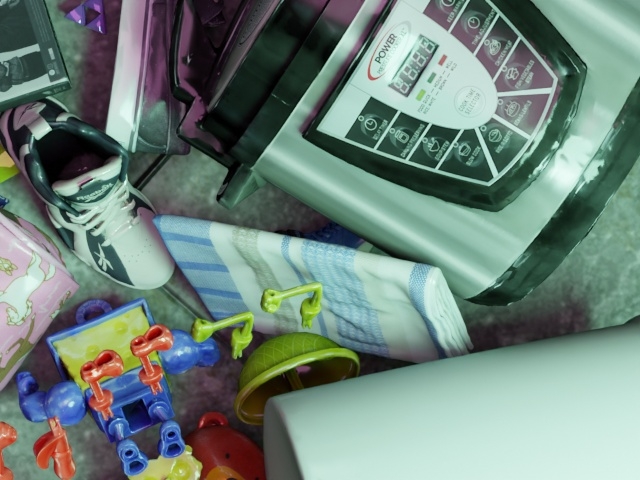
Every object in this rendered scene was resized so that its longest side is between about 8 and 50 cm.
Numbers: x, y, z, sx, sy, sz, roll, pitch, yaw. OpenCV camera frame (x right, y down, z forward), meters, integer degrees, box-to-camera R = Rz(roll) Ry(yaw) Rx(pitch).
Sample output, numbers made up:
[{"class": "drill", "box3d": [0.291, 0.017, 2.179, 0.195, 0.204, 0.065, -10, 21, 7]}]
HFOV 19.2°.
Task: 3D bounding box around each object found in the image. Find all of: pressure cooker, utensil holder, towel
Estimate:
[{"class": "pressure cooker", "box3d": [0.079, -0.178, 1.729, 0.420, 0.375, 0.370, 32, 53, -6]}, {"class": "utensil holder", "box3d": [0.165, 0.252, 1.705, 0.385, 0.327, 0.328, -9, 94, -10]}, {"class": "towel", "box3d": [-0.002, 0.053, 1.772, 0.285, 0.209, 0.034, 12, 67, 19]}]

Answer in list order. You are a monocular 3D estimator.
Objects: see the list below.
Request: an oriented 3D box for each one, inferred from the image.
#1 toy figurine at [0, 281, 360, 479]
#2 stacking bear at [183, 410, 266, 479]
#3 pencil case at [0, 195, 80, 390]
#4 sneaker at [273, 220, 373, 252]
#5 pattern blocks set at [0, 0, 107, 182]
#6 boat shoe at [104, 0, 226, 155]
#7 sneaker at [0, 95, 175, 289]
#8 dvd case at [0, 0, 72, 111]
[{"class": "toy figurine", "box3d": [-0.172, 0.101, 1.800, 0.362, 0.217, 0.191, -25, 131, -7]}, {"class": "stacking bear", "box3d": [-0.156, 0.304, 1.836, 0.175, 0.164, 0.289, 41, 78, -4]}, {"class": "pencil case", "box3d": [-0.406, 0.126, 1.801, 0.167, 0.160, 0.386, 39, 90, 27]}, {"class": "sneaker", "box3d": [0.000, 0.000, 1.880, 0.084, 0.058, 0.152, 30, 97, -15]}, {"class": "pattern blocks set", "box3d": [-0.368, -0.189, 1.849, 0.324, 0.026, 0.285, -23, 95, -4]}, {"class": "boat shoe", "box3d": [-0.140, -0.231, 1.830, 0.102, 0.108, 0.301, 8, 95, -6]}, {"class": "sneaker", "box3d": [-0.212, -0.037, 1.797, 0.094, 0.153, 0.235, -33, 107, -7]}, {"class": "dvd case", "box3d": [-0.373, -0.187, 1.786, 0.238, 0.029, 0.179, -18, 71, -3]}]
